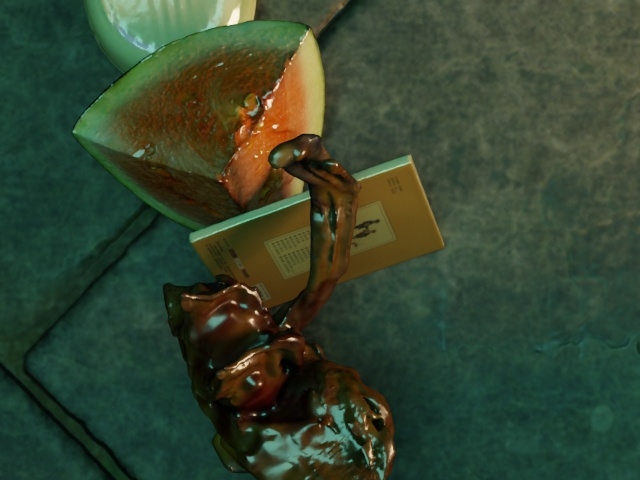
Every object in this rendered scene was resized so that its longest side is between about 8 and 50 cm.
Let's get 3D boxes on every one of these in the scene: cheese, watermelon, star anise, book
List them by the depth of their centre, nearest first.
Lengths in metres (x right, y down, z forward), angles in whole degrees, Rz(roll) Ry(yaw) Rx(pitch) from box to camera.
[{"bbox_3d":[-0.021,0.075,1.006,0.148,0.237,0.346,-19,127,-24],"label":"star anise"},{"bbox_3d":[0.000,0.000,1.078,0.172,0.118,0.012,-19,55,5],"label":"book"},{"bbox_3d":[-0.068,-0.089,1.082,0.193,0.137,0.145,32,74,-21],"label":"watermelon"},{"bbox_3d":[-0.127,-0.239,1.126,0.137,0.064,0.227,-11,87,3],"label":"cheese"}]
